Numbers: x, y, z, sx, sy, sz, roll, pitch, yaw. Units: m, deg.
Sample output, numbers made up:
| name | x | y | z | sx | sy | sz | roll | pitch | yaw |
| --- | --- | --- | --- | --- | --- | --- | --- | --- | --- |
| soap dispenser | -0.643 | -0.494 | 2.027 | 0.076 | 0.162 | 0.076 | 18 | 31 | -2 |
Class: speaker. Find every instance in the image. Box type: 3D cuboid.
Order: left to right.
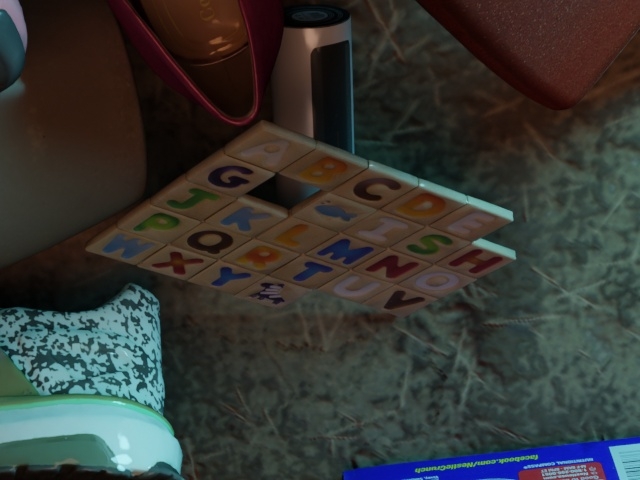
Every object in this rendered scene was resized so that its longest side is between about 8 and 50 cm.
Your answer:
| name | x | y | z | sx | sy | sz | roll | pitch | yaw |
| --- | --- | --- | --- | --- | --- | --- | --- | --- | --- |
| speaker | -0.005 | -0.082 | 1.189 | 0.055 | 0.055 | 0.136 | -1 | 113 | 0 |

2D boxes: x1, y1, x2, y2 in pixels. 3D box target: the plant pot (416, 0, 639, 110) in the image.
| name | x | y | z | sx | sy | sz | roll | pitch | yaw |
| --- | --- | --- | --- | --- | --- | --- | --- | --- | --- |
| plant pot | 0.080 | -0.256 | 0.960 | 0.267 | 0.236 | 0.267 | 45 | 110 | 19 |

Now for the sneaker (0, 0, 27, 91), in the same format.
| name | x | y | z | sx | sy | sz | roll | pitch | yaw |
| --- | --- | --- | --- | --- | --- | --- | --- | --- | --- |
| sneaker | -0.252 | -0.217 | 0.970 | 0.314 | 0.136 | 0.116 | 46 | 141 | -1 |

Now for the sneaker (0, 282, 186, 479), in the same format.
| name | x | y | z | sx | sy | sz | roll | pitch | yaw |
| --- | --- | --- | --- | --- | --- | --- | --- | --- | --- |
| sneaker | -0.284 | 0.094 | 1.219 | 0.410 | 0.182 | 0.158 | 4 | 150 | 0 |

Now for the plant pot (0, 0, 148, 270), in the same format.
| name | x | y | z | sx | sy | sz | roll | pitch | yaw |
| --- | --- | --- | --- | --- | --- | --- | --- | --- | --- |
| plant pot | -0.234 | -0.074 | 1.105 | 0.229 | 0.263 | 0.263 | -14 | 113 | -13 |

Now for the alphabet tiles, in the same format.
| name | x | y | z | sx | sy | sz | roll | pitch | yaw |
| --- | --- | --- | --- | --- | --- | --- | --- | --- | --- |
| alphabet tiles | 0.000 | 0.000 | 1.167 | 0.237 | 0.009 | 0.198 | 19 | 147 | -33 |

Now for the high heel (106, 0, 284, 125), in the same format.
| name | x | y | z | sx | sy | sz | roll | pitch | yaw |
| --- | --- | --- | --- | --- | --- | --- | --- | --- | --- |
| high heel | -0.116 | -0.238 | 0.994 | 0.127 | 0.181 | 0.377 | -29 | 131 | 6 |

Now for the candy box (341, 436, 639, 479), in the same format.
| name | x | y | z | sx | sy | sz | roll | pitch | yaw |
| --- | --- | --- | --- | --- | --- | --- | --- | --- | --- |
| candy box | 0.164 | 0.316 | 1.322 | 0.268 | 0.122 | 0.317 | -7 | 114 | 2 |
